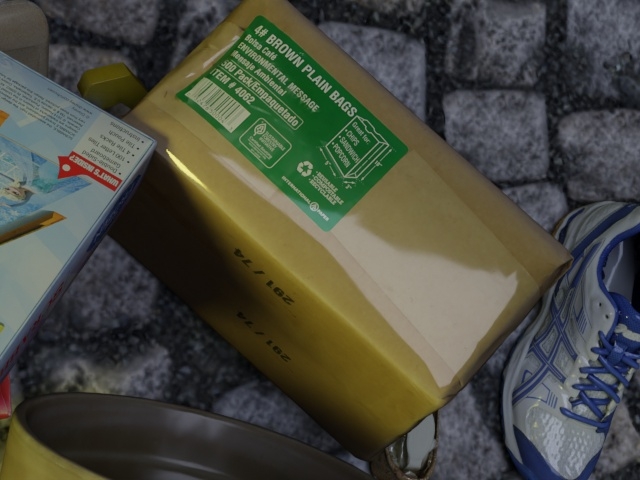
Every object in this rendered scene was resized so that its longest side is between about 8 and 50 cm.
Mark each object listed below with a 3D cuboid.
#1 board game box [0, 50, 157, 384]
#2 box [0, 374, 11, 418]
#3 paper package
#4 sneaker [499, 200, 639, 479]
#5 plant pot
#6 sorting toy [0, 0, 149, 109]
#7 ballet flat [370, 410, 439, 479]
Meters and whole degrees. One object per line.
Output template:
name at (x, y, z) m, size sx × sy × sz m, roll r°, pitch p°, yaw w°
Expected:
board game box at (-0.322, -0.025, 1.007) m, size 0.319 × 0.066 × 0.318 m, roll 30°, pitch 53°, yaw 1°
box at (-0.321, 0.083, 1.151) m, size 0.128 × 0.257 × 0.122 m, roll -3°, pitch 84°, yaw -23°
paper package at (0.000, 0.000, 1.240) m, size 0.325 × 0.309 × 0.168 m, roll 42°, pitch 71°, yaw 3°
sneaker at (0.259, 0.100, 1.460) m, size 0.112 × 0.131 × 0.296 m, roll 15°, pitch 80°, yaw -22°
plant pot at (-0.119, 0.302, 1.214) m, size 0.323 × 0.323 × 0.280 m, roll 13°, pitch 96°, yaw -21°
sorting toy at (-0.275, -0.085, 1.230) m, size 0.307 × 0.229 × 0.041 m, roll -14°, pitch 49°, yaw -23°
ballet flat at (0.090, 0.135, 1.419) m, size 0.073 × 0.067 × 0.206 m, roll 5°, pitch 82°, yaw -21°
